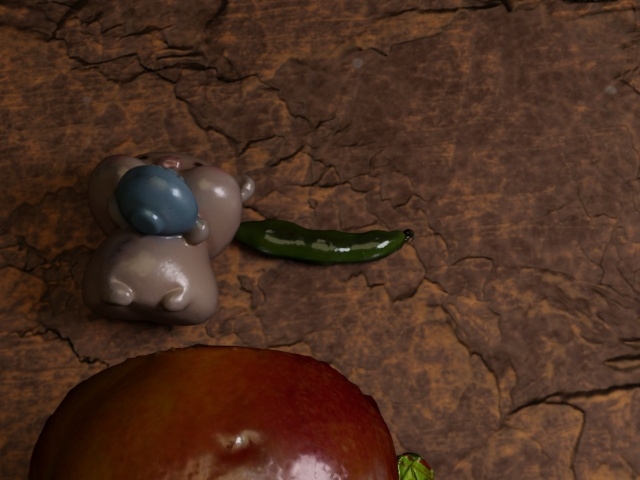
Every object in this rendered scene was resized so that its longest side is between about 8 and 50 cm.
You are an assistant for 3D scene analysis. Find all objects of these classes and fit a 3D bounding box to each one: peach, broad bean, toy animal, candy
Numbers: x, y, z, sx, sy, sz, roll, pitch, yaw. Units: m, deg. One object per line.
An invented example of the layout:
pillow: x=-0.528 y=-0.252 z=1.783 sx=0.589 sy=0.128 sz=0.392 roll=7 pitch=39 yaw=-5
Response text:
peach: x=-0.118 y=0.301 z=1.281 sx=0.406 sy=0.335 sz=0.310 roll=1 pitch=49 yaw=-3
broad bean: x=0.000 y=0.004 z=1.604 sx=0.254 sy=0.046 sz=0.065 roll=3 pitch=56 yaw=-1
toy animal: x=-0.201 y=0.001 z=1.530 sx=0.210 sy=0.229 sz=0.221 roll=8 pitch=100 yaw=-1
candy: x=0.079 y=0.346 z=1.432 sx=0.062 sy=0.058 sz=0.194 roll=30 pitch=73 yaw=-13
